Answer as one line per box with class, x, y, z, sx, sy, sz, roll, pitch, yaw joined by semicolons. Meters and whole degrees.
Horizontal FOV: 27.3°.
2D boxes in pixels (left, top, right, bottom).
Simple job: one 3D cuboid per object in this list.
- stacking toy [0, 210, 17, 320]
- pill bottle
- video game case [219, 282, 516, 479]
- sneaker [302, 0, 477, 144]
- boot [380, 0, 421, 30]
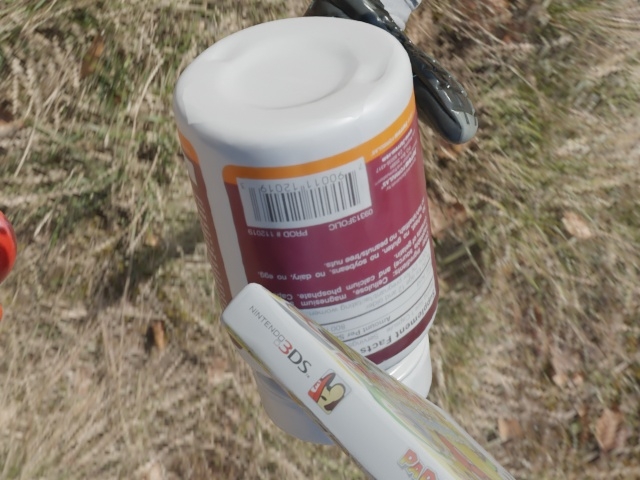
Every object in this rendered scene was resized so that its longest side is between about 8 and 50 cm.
stacking toy;-0.336;0.114;1.130;0.141;0.141;0.330;9;66;-8
pill bottle;0.000;0.000;1.301;0.224;0.224;0.392;-11;127;-1
video game case;0.076;0.119;0.557;0.026;0.206;0.227;-49;147;2
sneaker;0.075;-0.194;1.528;0.106;0.101;0.267;-48;66;16
boot;0.052;-0.330;1.612;0.258;0.095;0.123;17;99;-53
